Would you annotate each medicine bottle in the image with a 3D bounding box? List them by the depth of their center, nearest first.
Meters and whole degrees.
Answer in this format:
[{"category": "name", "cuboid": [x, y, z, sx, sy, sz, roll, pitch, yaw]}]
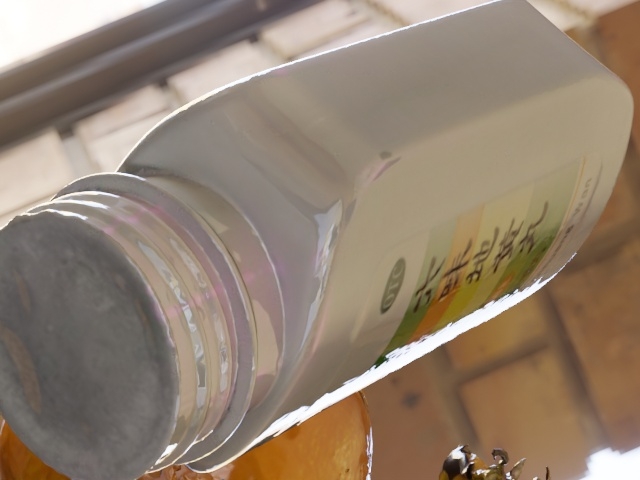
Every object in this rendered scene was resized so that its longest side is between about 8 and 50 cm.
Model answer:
[{"category": "medicine bottle", "cuboid": [0.000, 0.000, 0.829, 0.124, 0.324, 0.179, 45, -54, 19]}]

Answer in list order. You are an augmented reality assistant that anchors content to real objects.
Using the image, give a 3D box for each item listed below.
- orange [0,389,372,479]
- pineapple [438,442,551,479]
[{"category": "orange", "cuboid": [-0.084, 0.139, 1.253, 0.246, 0.246, 0.246, 157, -90, -84]}, {"category": "pineapple", "cuboid": [0.091, 0.205, 0.938, 0.225, 0.076, 0.225, -174, -90, -80]}]
